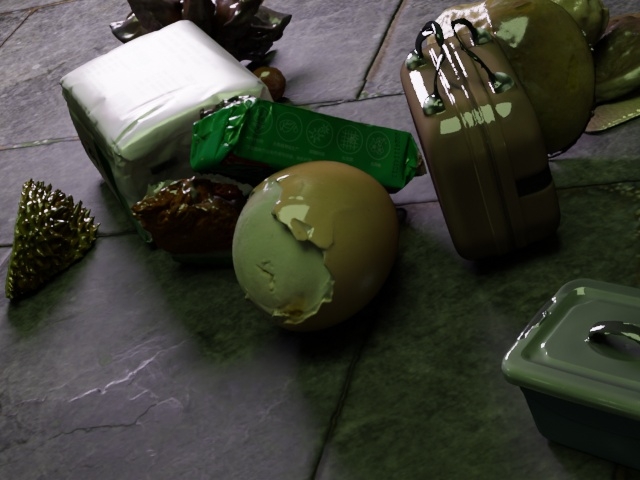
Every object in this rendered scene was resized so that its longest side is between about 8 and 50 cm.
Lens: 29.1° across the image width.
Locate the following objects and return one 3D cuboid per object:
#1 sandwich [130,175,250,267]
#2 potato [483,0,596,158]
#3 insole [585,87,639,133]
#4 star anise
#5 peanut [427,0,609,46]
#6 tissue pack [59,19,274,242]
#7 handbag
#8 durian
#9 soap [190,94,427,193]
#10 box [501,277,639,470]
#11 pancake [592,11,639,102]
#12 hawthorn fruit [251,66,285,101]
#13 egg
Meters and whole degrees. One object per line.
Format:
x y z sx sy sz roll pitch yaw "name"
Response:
-0.151 -0.038 1.720 0.184 0.160 0.109 -3 53 33 "sandwich"
0.306 -0.260 1.699 0.120 0.100 0.261 -25 68 21 "potato"
0.480 -0.207 1.752 0.247 0.011 0.081 -21 33 0 "insole"
-0.213 -0.374 2.196 0.331 0.331 0.118 -11 74 14 "star anise"
0.290 -0.322 1.884 0.313 0.149 0.149 -17 26 46 "peanut"
-0.233 -0.182 1.944 0.266 0.194 0.356 -27 34 -11 "tissue pack"
0.193 -0.153 1.577 0.149 0.283 0.302 -18 32 7 "handbag"
-0.435 -0.015 1.899 0.139 0.144 0.252 -38 35 14 "durian"
-0.022 -0.124 1.671 0.273 0.098 0.218 9 -10 -24 "soap"
0.312 0.134 1.226 0.227 0.130 0.162 12 45 42 "box"
0.428 -0.279 1.843 0.241 0.050 0.242 -23 26 12 "pancake"
-0.106 -0.253 2.109 0.103 0.067 0.066 -46 38 -15 "hawthorn fruit"
0.000 0.000 1.538 0.201 0.201 0.244 7 27 37 "egg"
